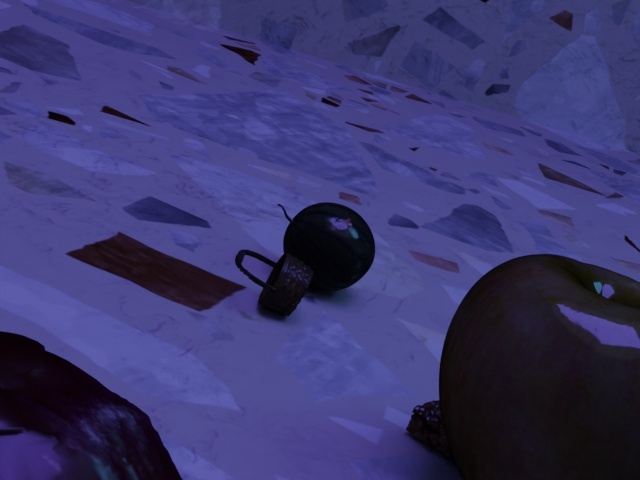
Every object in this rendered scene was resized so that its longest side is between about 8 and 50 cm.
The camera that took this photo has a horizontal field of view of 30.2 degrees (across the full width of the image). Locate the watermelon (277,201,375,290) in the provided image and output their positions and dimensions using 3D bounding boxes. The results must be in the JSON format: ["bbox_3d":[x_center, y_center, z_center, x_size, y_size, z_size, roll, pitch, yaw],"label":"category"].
[{"bbox_3d":[0.000,0.000,1.398,0.133,0.105,0.105,37,17,-8],"label":"watermelon"}]

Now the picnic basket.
[{"bbox_3d":[-0.056,0.039,1.295,0.083,0.072,0.072,31,17,-10],"label":"picnic basket"}]

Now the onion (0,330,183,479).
[{"bbox_3d":[-0.176,0.170,0.593,0.216,0.206,0.207,25,19,16],"label":"onion"}]

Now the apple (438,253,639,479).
[{"bbox_3d":[0.222,0.143,1.042,0.257,0.234,0.257,16,20,-6],"label":"apple"}]

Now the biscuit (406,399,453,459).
[{"bbox_3d":[0.165,0.179,1.191,0.064,0.034,0.199,32,22,34],"label":"biscuit"}]
